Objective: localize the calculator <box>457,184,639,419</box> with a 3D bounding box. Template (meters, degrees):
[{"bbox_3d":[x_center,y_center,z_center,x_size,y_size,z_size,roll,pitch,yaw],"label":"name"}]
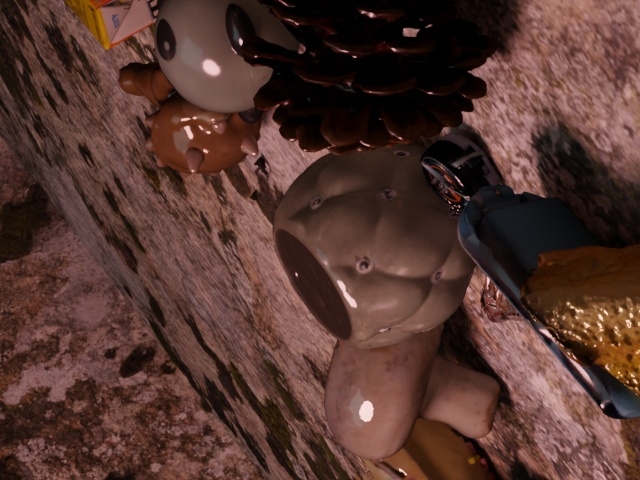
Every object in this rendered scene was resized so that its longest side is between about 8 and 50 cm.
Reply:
[{"bbox_3d":[0.249,0.057,1.466,0.293,0.173,0.051,51,122,19],"label":"calculator"}]

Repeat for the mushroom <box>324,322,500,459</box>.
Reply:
[{"bbox_3d":[0.123,0.176,1.988,0.243,0.243,0.243,50,162,23],"label":"mushroom"}]

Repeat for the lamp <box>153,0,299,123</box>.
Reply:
[{"bbox_3d":[-0.129,-0.271,1.887,0.244,0.197,0.198,58,166,30],"label":"lamp"}]

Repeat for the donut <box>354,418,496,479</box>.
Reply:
[{"bbox_3d":[0.172,0.404,2.300,0.307,0.150,0.371,50,162,22],"label":"donut"}]

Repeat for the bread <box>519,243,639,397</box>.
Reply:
[{"bbox_3d":[0.304,0.071,1.324,0.251,0.174,0.133,41,117,7],"label":"bread"}]

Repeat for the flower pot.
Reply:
[{"bbox_3d":[0.068,0.000,1.781,0.246,0.195,0.246,49,162,22],"label":"flower pot"}]

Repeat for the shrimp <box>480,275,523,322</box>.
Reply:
[{"bbox_3d":[0.224,0.054,1.664,0.190,0.075,0.073,158,112,-63],"label":"shrimp"}]

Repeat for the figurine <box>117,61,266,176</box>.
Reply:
[{"bbox_3d":[-0.172,-0.174,2.176,0.247,0.177,0.173,8,111,54],"label":"figurine"}]

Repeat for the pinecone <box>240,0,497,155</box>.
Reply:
[{"bbox_3d":[0.047,-0.220,1.425,0.246,0.246,0.292,40,141,45],"label":"pinecone"}]

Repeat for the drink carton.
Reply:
[{"bbox_3d":[-0.351,-0.450,2.210,0.351,0.154,0.111,50,162,23],"label":"drink carton"}]

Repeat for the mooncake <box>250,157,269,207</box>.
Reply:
[{"bbox_3d":[-0.011,0.006,2.258,0.347,0.057,0.150,54,158,14],"label":"mooncake"}]

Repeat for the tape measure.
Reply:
[{"bbox_3d":[0.153,-0.069,1.660,0.094,0.054,0.091,51,162,-2],"label":"tape measure"}]
